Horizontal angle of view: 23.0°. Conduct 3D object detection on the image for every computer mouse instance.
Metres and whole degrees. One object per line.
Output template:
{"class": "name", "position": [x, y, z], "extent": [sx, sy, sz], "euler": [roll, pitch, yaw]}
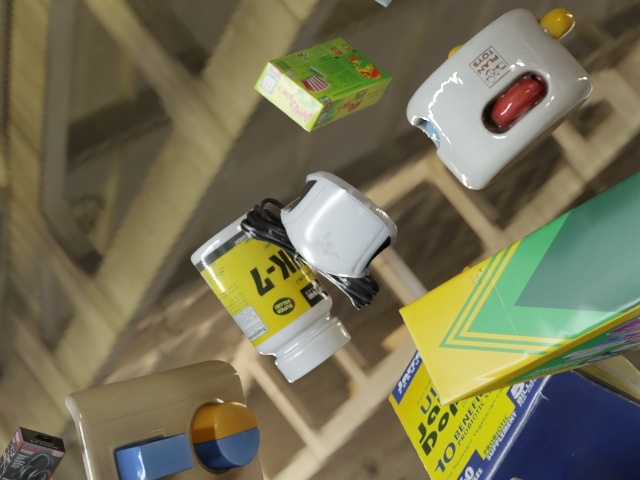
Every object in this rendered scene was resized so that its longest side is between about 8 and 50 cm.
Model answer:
{"class": "computer mouse", "position": [0.000, 0.000, 1.009], "extent": [0.042, 0.106, 0.193], "euler": [-52, -1, -11]}

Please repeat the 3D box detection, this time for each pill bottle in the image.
{"class": "pill bottle", "position": [-0.061, 0.070, 2.017], "extent": [0.119, 0.208, 0.119], "euler": [-37, 0, 0]}

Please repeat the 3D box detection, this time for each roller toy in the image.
{"class": "roller toy", "position": [0.203, -0.169, 1.816], "extent": [0.191, 0.146, 0.209], "euler": [-36, -7, -47]}

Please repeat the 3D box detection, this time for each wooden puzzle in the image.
{"class": "wooden puzzle", "position": [-0.166, 0.339, 2.093], "extent": [0.080, 0.348, 0.322], "euler": [-22, -8, 37]}

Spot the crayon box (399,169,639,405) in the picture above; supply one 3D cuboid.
{"class": "crayon box", "position": [0.300, 0.018, 1.392], "extent": [0.313, 0.106, 0.363], "euler": [-31, -15, 36]}

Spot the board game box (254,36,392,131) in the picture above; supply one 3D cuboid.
{"class": "board game box", "position": [0.006, -0.198, 1.976], "extent": [0.181, 0.092, 0.043], "euler": [-29, -25, -56]}

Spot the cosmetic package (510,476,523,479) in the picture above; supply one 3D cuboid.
{"class": "cosmetic package", "position": [0.227, 0.349, 1.343], "extent": [0.153, 0.129, 0.296], "euler": [-60, 22, 12]}

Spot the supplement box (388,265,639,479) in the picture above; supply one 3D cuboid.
{"class": "supplement box", "position": [0.232, 0.193, 1.710], "extent": [0.194, 0.195, 0.356], "euler": [-60, 15, 8]}

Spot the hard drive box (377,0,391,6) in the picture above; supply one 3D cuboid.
{"class": "hard drive box", "position": [0.055, -0.411, 1.840], "extent": [0.089, 0.232, 0.181], "euler": [26, -70, -36]}

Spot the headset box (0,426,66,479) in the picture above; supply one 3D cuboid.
{"class": "headset box", "position": [-0.362, 0.273, 1.964], "extent": [0.062, 0.032, 0.083], "euler": [22, -67, -31]}
